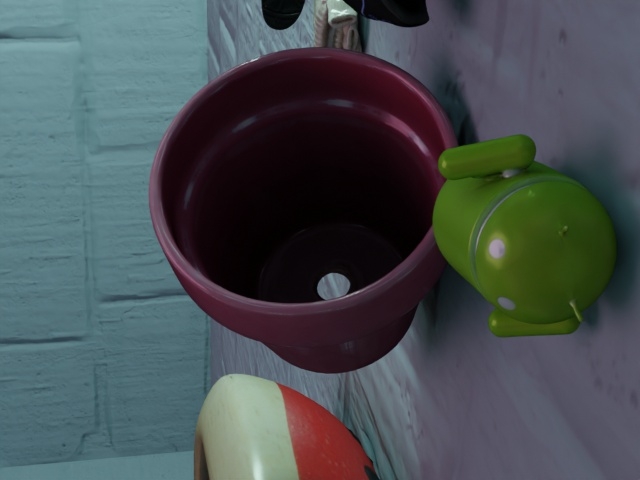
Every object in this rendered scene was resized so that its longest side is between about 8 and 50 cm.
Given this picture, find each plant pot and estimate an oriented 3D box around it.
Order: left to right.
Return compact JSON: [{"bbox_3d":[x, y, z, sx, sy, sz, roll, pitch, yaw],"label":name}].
[{"bbox_3d":[0.000,0.000,0.679,0.180,0.201,0.201,75,-175,-58],"label":"plant pot"}]

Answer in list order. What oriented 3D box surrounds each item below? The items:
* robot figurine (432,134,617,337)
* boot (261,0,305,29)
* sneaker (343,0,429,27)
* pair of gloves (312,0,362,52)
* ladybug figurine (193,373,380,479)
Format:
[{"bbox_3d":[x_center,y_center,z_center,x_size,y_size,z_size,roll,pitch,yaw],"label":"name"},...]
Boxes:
[{"bbox_3d":[0.094,-0.003,0.457,0.115,0.067,0.101,-124,16,-69],"label":"robot figurine"},{"bbox_3d":[-0.037,-0.275,1.011,0.099,0.045,0.121,-123,37,-83],"label":"boot"},{"bbox_3d":[0.063,-0.239,0.571,0.090,0.081,0.232,43,133,32],"label":"sneaker"},{"bbox_3d":[0.011,-0.281,0.890,0.240,0.042,0.204,99,164,-50],"label":"pair of gloves"},{"bbox_3d":[-0.026,0.287,0.904,0.449,0.162,0.305,-119,29,-66],"label":"ladybug figurine"}]
